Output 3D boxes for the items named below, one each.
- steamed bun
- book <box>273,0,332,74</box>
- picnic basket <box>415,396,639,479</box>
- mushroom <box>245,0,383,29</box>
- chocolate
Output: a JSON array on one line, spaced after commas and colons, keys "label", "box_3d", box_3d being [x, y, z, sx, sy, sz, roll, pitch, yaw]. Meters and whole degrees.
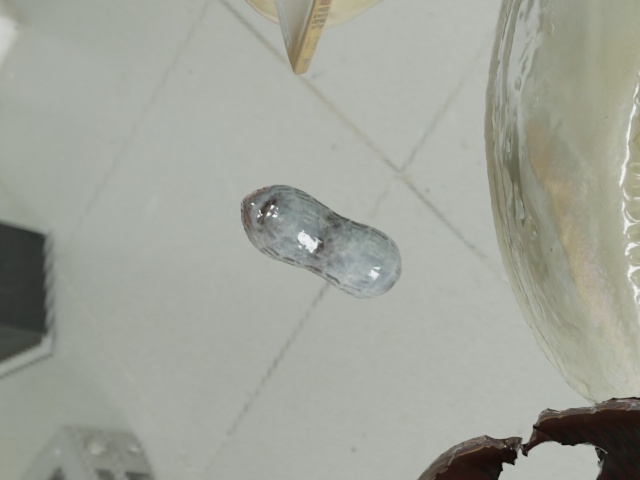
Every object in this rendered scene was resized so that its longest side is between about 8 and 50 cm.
[{"label": "steamed bun", "box_3d": [0.238, -0.088, 0.995, 0.236, 0.247, 0.383, 24, 122, 58]}, {"label": "book", "box_3d": [-0.016, -0.169, 0.761, 0.172, 0.012, 0.118, 125, 132, -79]}, {"label": "picnic basket", "box_3d": [0.086, 0.228, 0.604, 0.222, 0.129, 0.297, -27, 27, 54]}, {"label": "mushroom", "box_3d": [0.008, -0.403, 1.610, 0.353, 0.353, 0.325, 32, 141, 44]}, {"label": "chocolate", "box_3d": [0.000, 0.000, 1.324, 0.072, 0.167, 0.072, -155, 90, -89]}]
